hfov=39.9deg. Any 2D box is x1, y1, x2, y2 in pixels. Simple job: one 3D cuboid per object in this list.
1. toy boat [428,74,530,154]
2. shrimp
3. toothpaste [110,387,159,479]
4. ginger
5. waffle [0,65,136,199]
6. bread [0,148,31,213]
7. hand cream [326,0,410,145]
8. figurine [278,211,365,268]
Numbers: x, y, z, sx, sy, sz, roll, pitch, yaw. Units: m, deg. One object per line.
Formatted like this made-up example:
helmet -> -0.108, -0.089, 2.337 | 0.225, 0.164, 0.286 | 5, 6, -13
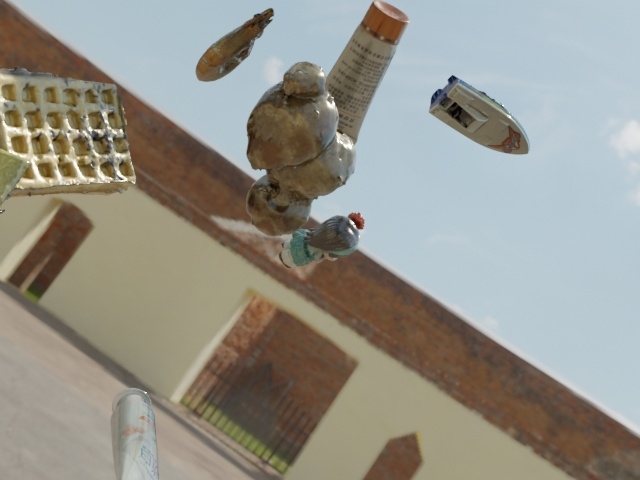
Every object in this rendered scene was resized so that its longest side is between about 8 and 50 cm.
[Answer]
toy boat -> 0.431, -0.306, 2.295 | 0.295, 0.088, 0.129 | 30, -43, -16
shrimp -> -0.209, -0.503, 2.291 | 0.152, 0.287, 0.062 | -2, 60, -62
toothpaste -> -0.253, 0.296, 1.201 | 0.100, 0.066, 0.323 | 64, -5, -20
ginger -> -0.041, -0.177, 1.656 | 0.176, 0.256, 0.375 | 41, -23, 24
waffle -> -0.560, -0.214, 1.847 | 0.114, 0.260, 0.376 | -17, -5, 29
bread -> -0.596, -0.039, 1.450 | 0.178, 0.266, 0.142 | -1, -35, 43
hand cream -> 0.080, -0.336, 1.824 | 0.140, 0.314, 0.089 | 25, 28, -14
figurine -> 0.000, 0.000, 2.368 | 0.246, 0.137, 0.110 | -17, -46, 35
